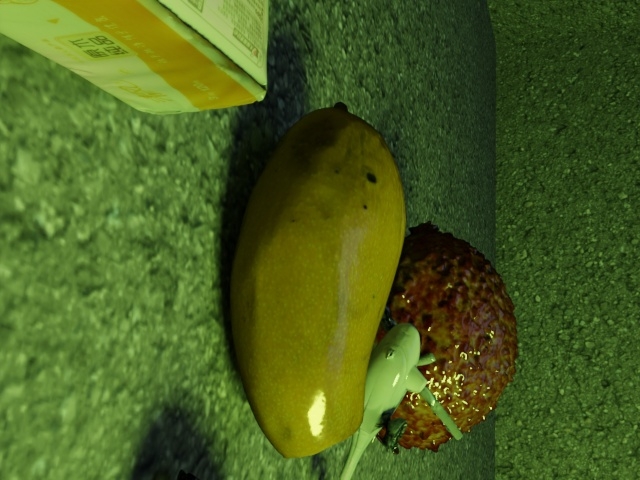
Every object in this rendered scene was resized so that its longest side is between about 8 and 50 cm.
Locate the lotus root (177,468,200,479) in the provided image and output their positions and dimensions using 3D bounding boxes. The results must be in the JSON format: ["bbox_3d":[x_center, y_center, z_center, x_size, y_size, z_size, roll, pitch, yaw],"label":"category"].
[{"bbox_3d":[-0.062,0.301,0.550,0.124,0.123,0.241,-49,131,-50],"label":"lotus root"}]

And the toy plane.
[{"bbox_3d":[0.045,0.204,0.803,0.182,0.273,0.107,46,27,13],"label":"toy plane"}]

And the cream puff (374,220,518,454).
[{"bbox_3d":[0.174,0.140,1.046,0.350,0.228,0.351,-2,90,-75],"label":"cream puff"}]

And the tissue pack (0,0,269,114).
[{"bbox_3d":[-0.127,-0.199,0.419,0.225,0.124,0.185,22,68,-68],"label":"tissue pack"}]

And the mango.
[{"bbox_3d":[-0.002,0.030,0.701,0.187,0.144,0.359,34,60,-43],"label":"mango"}]
